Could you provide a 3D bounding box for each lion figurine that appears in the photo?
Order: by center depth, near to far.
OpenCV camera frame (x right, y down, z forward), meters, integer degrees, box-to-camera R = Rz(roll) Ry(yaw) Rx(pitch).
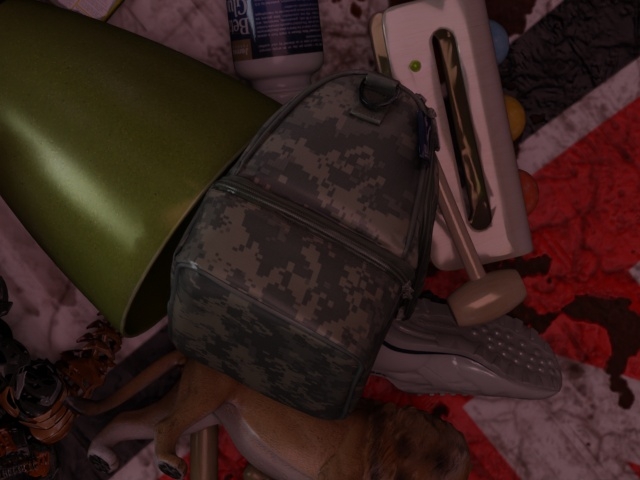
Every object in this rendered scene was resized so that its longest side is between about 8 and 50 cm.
[{"bbox_3d":[-0.042,0.195,1.855,0.392,0.142,0.240,36,58,-3],"label":"lion figurine"}]

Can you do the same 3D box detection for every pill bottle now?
[{"bbox_3d":[-0.046,-0.214,1.867,0.094,0.094,0.169,-7,95,-4],"label":"pill bottle"}]

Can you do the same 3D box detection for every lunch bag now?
[{"bbox_3d":[0.000,0.000,1.721,0.213,0.305,0.256,25,71,4],"label":"lunch bag"}]

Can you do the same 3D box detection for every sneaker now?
[{"bbox_3d":[0.142,0.125,1.926,0.235,0.090,0.095,18,129,-18],"label":"sneaker"}]

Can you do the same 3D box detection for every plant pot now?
[{"bbox_3d":[-0.218,-0.101,1.801,0.293,0.275,0.275,38,91,8],"label":"plant pot"}]

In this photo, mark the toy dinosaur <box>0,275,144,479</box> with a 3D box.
[{"bbox_3d":[-0.320,0.148,1.871,0.322,0.164,0.218,-48,114,-29],"label":"toy dinosaur"}]

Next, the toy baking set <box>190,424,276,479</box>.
[{"bbox_3d":[-0.043,0.251,1.939,0.197,0.030,0.256,4,94,-5],"label":"toy baking set"}]

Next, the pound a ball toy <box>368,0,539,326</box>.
[{"bbox_3d":[0.152,-0.089,1.839,0.136,0.208,0.319,-13,95,-4],"label":"pound a ball toy"}]

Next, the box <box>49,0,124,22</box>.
[{"bbox_3d":[-0.215,-0.309,1.872,0.105,0.043,0.179,41,92,-6],"label":"box"}]

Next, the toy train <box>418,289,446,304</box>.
[{"bbox_3d":[0.054,0.074,1.934,0.158,0.027,0.036,-3,99,-4],"label":"toy train"}]
